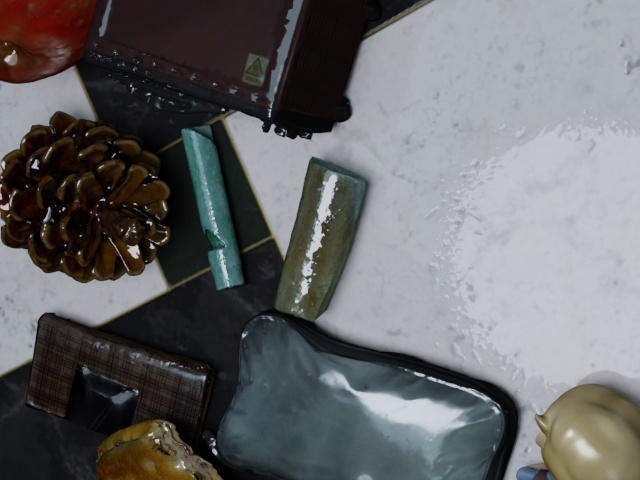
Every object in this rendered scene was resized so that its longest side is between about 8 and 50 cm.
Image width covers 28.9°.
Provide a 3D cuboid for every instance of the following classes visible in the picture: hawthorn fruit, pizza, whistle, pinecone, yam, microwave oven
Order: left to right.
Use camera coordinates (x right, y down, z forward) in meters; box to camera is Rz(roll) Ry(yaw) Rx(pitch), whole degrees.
[{"bbox_3d":[-0.329,-0.315,1.342,0.284,0.284,0.284,1,94,23],"label":"hawthorn fruit"},{"bbox_3d":[-0.253,-0.043,1.380,0.212,0.169,0.185,11,112,35],"label":"pinecone"},{"bbox_3d":[-0.148,0.283,1.389,0.226,0.069,0.147,39,131,2],"label":"pizza"},{"bbox_3d":[-0.120,-0.037,1.392,0.039,0.039,0.186,-13,88,23],"label":"whistle"},{"bbox_3d":[-0.093,-0.219,1.294,0.247,0.178,0.188,19,100,21],"label":"microwave oven"},{"bbox_3d":[0.000,0.000,1.328,0.068,0.068,0.169,17,100,21],"label":"yam"}]

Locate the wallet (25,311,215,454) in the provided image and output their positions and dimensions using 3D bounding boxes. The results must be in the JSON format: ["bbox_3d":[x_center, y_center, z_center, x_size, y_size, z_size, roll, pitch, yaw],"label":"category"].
[{"bbox_3d":[-0.238,0.172,1.451,0.230,0.042,0.124,16,100,16],"label":"wallet"}]

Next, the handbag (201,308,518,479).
[{"bbox_3d":[0.036,0.201,1.326,0.332,0.075,0.191,18,103,18],"label":"handbag"}]

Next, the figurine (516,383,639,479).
[{"bbox_3d":[0.249,0.233,1.230,0.114,0.108,0.196,45,126,25],"label":"figurine"}]
